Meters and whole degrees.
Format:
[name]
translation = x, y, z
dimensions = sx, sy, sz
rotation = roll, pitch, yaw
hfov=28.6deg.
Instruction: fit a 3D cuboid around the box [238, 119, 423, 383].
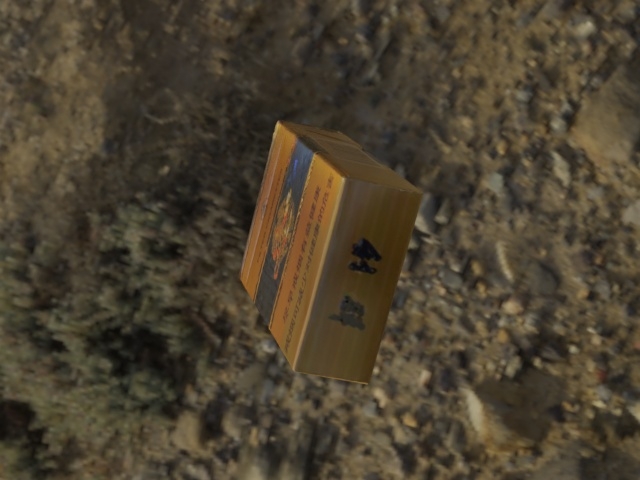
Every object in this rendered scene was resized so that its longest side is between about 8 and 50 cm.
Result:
[box]
translation = -0.001, 0.000, 1.006
dimensions = 0.237, 0.070, 0.152
rotation = -129, 52, -71
